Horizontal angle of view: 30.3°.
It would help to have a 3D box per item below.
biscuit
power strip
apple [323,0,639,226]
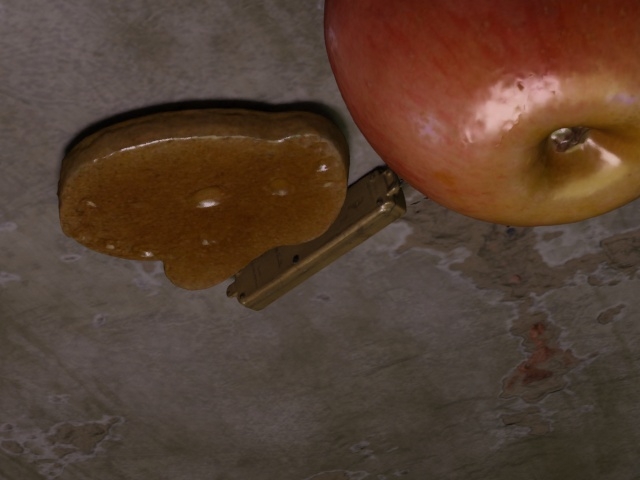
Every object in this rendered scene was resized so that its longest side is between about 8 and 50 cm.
[{"bbox_3d":[-0.136,-0.048,1.412,0.344,0.057,0.287,-6,141,-8],"label":"biscuit"},{"bbox_3d":[0.000,0.000,1.502,0.305,0.064,0.044,-35,139,27],"label":"power strip"},{"bbox_3d":[0.189,-0.183,1.082,0.364,0.363,0.364,-7,142,-6],"label":"apple"}]
